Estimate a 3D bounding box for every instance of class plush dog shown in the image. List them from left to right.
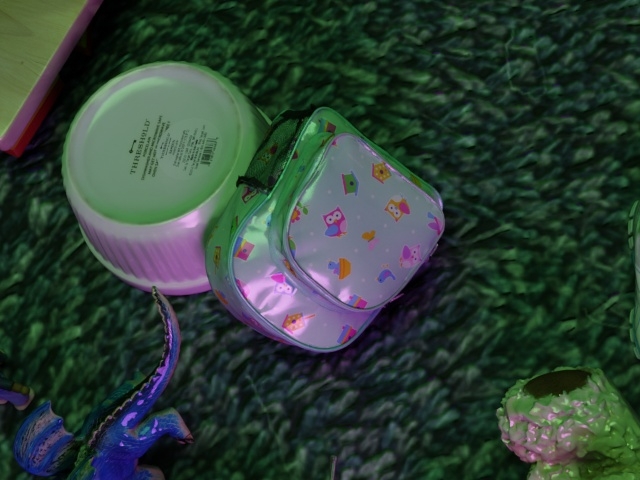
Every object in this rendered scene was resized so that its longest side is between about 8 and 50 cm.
[{"bbox_3d":[0.192,0.260,1.203,0.225,0.210,0.262,-37,35,10],"label":"plush dog"}]

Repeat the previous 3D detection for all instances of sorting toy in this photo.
[{"bbox_3d":[-0.335,-0.224,1.566,0.257,0.089,0.255,22,73,21],"label":"sorting toy"}]

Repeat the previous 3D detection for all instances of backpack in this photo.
[{"bbox_3d":[0.000,0.000,1.343,0.188,0.166,0.144,-54,23,-5],"label":"backpack"}]

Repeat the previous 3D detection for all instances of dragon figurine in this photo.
[{"bbox_3d":[-0.190,0.173,1.293,0.144,0.289,0.085,-19,58,-39],"label":"dragon figurine"}]

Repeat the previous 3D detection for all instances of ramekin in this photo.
[{"bbox_3d":[-0.135,-0.065,1.438,0.207,0.109,0.207,-5,65,11],"label":"ramekin"}]

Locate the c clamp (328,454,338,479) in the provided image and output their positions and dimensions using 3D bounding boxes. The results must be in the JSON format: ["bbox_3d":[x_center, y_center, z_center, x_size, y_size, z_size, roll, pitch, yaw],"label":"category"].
[{"bbox_3d":[-0.065,0.250,1.332,0.160,0.022,0.137,-2,71,10],"label":"c clamp"}]

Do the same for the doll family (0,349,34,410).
[{"bbox_3d":[-0.340,0.103,1.407,0.193,0.111,0.076,3,67,14],"label":"doll family"}]

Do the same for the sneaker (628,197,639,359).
[{"bbox_3d":[0.286,0.031,1.313,0.071,0.083,0.191,-9,66,7],"label":"sneaker"}]
